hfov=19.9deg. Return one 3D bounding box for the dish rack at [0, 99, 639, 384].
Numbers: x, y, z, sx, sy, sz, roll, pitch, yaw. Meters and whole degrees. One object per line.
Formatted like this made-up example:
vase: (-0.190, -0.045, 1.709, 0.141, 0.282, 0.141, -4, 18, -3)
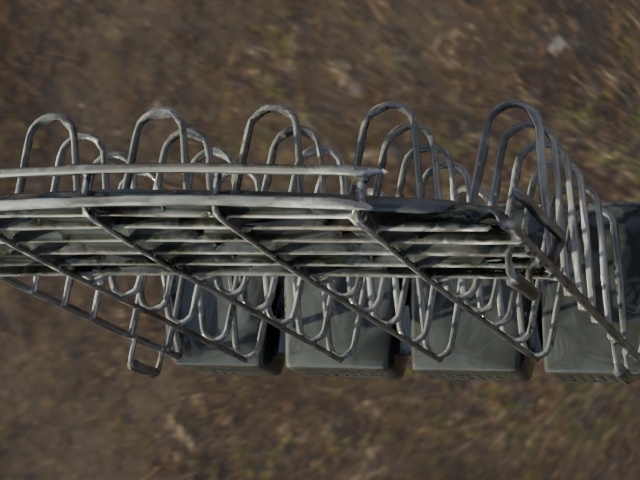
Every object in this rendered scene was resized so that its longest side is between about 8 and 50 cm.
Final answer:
dish rack: (0.000, 0.000, 0.592, 0.208, 0.271, 0.074, -2, 77, 19)
